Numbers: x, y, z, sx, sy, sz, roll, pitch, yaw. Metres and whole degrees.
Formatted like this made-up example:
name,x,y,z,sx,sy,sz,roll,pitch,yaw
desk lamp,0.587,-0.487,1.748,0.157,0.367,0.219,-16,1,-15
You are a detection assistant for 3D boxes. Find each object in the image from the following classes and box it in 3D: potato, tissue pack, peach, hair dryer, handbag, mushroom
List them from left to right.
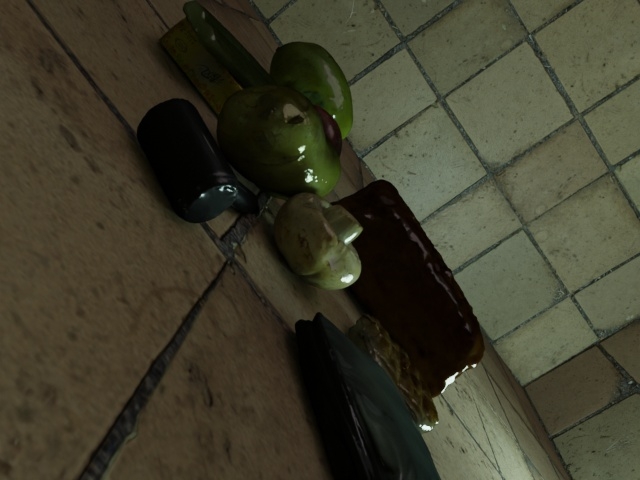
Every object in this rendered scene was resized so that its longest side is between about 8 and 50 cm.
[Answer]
name,x,y,z,sx,sy,sz,roll,pitch,yaw
tissue pack,-0.183,-0.280,1.014,0.176,0.062,0.095,51,10,-20
hair dryer,-0.115,-0.056,0.706,0.114,0.070,0.248,59,3,20
potato,-0.056,-0.139,0.902,0.169,0.143,0.248,43,3,28
peach,-0.030,-0.184,1.215,0.152,0.152,0.152,52,12,-16
potato,-0.020,-0.417,1.719,0.304,0.215,0.216,55,11,13
mushroom,0.000,0.000,0.854,0.148,0.112,0.148,45,9,-9
handbag,0.068,0.224,0.624,0.192,0.075,0.332,50,9,-41

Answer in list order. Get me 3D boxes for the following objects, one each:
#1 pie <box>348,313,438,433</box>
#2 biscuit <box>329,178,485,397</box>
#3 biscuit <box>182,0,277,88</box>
name,x,y,z,sx,sy,sz,roll,pitch,yaw
pie,0.108,0.196,0.912,0.195,0.046,0.195,52,14,-18
biscuit,0.164,0.074,1.190,0.395,0.166,0.342,57,13,2
biscuit,-0.131,-0.296,1.026,0.099,0.038,0.322,61,11,17
